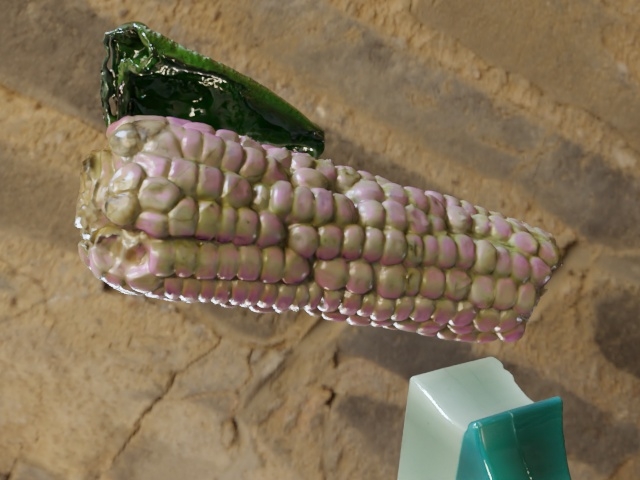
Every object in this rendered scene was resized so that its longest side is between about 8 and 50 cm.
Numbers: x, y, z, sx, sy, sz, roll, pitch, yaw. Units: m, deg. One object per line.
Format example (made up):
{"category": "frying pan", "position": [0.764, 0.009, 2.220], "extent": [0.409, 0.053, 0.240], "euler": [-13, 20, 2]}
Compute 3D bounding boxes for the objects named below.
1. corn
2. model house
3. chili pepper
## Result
{"category": "corn", "position": [0.001, -0.002, 0.633], "extent": [0.335, 0.127, 0.127], "euler": [11, -44, -18]}
{"category": "model house", "position": [0.149, 0.191, 0.793], "extent": [0.100, 0.149, 0.127], "euler": [-8, -64, -28]}
{"category": "chili pepper", "position": [-0.097, -0.115, 0.809], "extent": [0.216, 0.062, 0.108], "euler": [22, -51, -13]}
